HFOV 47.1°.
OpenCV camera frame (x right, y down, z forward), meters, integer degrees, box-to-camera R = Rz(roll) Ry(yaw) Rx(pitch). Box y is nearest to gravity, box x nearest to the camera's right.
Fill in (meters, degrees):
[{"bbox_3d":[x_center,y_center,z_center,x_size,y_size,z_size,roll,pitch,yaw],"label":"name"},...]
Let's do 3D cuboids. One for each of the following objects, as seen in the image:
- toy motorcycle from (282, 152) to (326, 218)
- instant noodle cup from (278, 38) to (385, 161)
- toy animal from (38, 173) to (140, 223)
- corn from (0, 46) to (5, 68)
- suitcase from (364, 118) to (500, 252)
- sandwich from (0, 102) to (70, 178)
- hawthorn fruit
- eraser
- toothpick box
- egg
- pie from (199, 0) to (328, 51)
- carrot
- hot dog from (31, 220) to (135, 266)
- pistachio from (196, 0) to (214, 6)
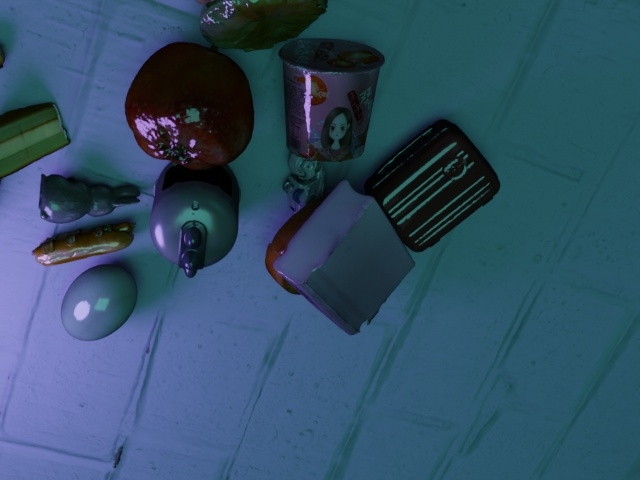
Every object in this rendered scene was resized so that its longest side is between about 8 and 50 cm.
[{"bbox_3d":[-0.034,-0.120,1.872,0.113,0.112,0.254,-3,121,-6],"label":"toy motorcycle"},{"bbox_3d":[0.020,-0.323,1.706,0.243,0.243,0.231,-1,121,-7],"label":"instant noodle cup"},{"bbox_3d":[-0.574,-0.091,1.806,0.237,0.138,0.108,12,144,-28],"label":"toy animal"},{"bbox_3d":[-0.810,-0.393,1.653,0.203,0.072,0.071,-17,116,0],"label":"corn"},{"bbox_3d":[0.277,-0.138,1.859,0.297,0.161,0.236,-39,114,12],"label":"suitcase"},{"bbox_3d":[-0.686,-0.228,1.687,0.144,0.187,0.117,-12,117,5],"label":"sandwich"},{"bbox_3d":[-0.278,-0.327,1.660,0.287,0.287,0.330,20,67,-16],"label":"hawthorn fruit"},{"bbox_3d":[0.070,0.054,1.809,0.272,0.122,0.359,-52,147,-6],"label":"eraser"},{"bbox_3d":[-0.297,-0.052,1.742,0.229,0.316,0.228,-3,116,-6],"label":"toothpick box"},{"bbox_3d":[-0.570,0.161,1.889,0.168,0.168,0.231,36,110,-21],"label":"egg"},{"bbox_3d":[-0.121,-0.484,1.575,0.307,0.306,0.071,-16,89,1],"label":"pie"},{"bbox_3d":[0.000,0.000,1.866,0.307,0.100,0.258,-45,146,-7],"label":"carrot"},{"bbox_3d":[-0.591,0.005,1.847,0.270,0.109,0.072,-15,107,-4],"label":"hot dog"},{"bbox_3d":[-0.231,-0.629,1.546,0.230,0.230,0.308,-24,115,4],"label":"pistachio"}]
